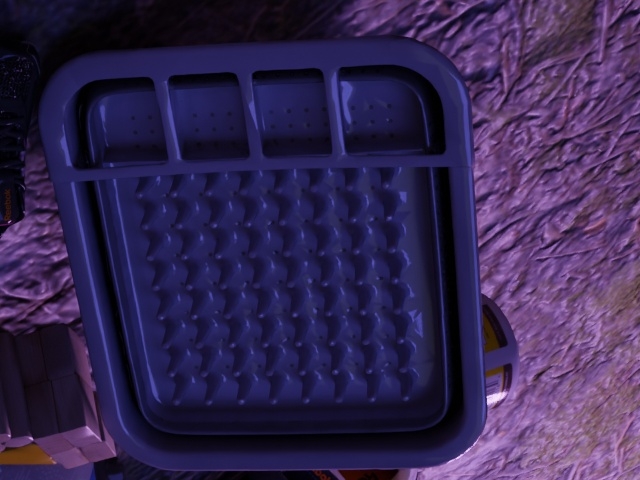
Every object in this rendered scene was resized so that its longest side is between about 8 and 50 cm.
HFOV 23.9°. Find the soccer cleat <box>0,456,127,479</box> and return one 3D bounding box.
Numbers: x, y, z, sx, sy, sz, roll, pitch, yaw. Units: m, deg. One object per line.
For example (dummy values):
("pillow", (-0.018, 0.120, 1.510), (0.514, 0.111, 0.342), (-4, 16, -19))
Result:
("soccer cleat", (-0.230, 0.288, 1.307), (0.143, 0.116, 0.331), (-10, 124, -11))

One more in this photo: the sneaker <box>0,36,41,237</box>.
("sneaker", (-0.212, -0.048, 0.978), (0.072, 0.077, 0.178), (-10, 136, -36))

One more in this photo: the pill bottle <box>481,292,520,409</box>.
("pill bottle", (0.068, 0.124, 1.382), (0.215, 0.117, 0.117), (-15, 139, -29))

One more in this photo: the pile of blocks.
("pile of blocks", (-0.308, 0.099, 1.050), (0.362, 0.113, 0.149), (12, 144, -45))

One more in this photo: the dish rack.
("dish rack", (-0.030, 0.008, 1.055), (0.285, 0.072, 0.333), (-2, 117, 8))

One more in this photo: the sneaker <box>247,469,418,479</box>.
("sneaker", (-0.041, 0.271, 1.453), (0.321, 0.126, 0.127), (-32, 151, -27))
